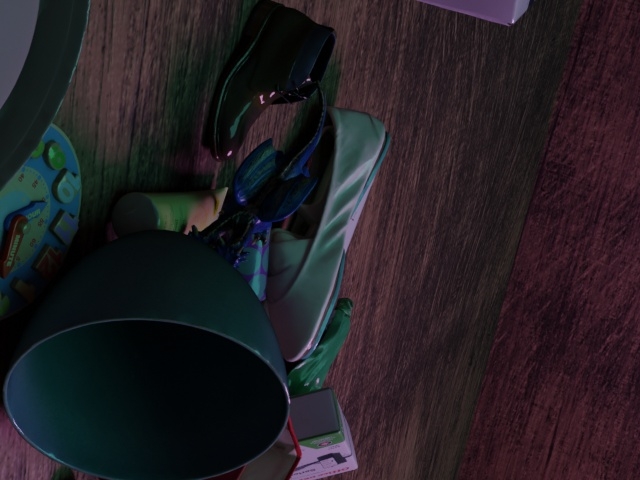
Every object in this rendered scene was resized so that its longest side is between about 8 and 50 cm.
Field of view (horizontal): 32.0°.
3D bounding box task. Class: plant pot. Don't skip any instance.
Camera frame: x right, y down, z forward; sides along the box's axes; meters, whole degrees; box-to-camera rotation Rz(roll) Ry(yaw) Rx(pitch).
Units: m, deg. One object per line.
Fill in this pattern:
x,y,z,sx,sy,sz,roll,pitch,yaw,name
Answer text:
-0.179,0.102,1.207,0.290,0.290,0.195,87,1,-47,plant pot

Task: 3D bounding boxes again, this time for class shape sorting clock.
-0.296,-0.018,1.069,0.206,0.040,0.206,-52,153,-41,shape sorting clock

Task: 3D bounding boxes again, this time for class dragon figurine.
-0.060,-0.066,1.352,0.289,0.085,0.144,-50,-178,-3,dragon figurine

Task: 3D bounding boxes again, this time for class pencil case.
-0.104,0.012,1.525,0.064,0.070,0.151,-117,-150,-76,pencil case

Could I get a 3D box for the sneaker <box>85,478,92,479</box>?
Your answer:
-0.301,0.398,1.380,0.084,0.083,0.214,-12,118,-65,sneaker

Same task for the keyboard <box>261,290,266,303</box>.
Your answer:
-0.103,0.059,1.639,0.100,0.038,0.192,-67,158,-10,keyboard

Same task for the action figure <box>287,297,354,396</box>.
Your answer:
-0.004,0.198,1.976,0.232,0.064,0.137,-57,154,-22,action figure

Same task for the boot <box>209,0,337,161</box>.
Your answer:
-0.062,-0.192,1.411,0.219,0.106,0.082,-70,160,-2,boot

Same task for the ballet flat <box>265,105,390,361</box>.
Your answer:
-0.019,-0.023,1.662,0.139,0.139,0.400,56,52,-65,ballet flat

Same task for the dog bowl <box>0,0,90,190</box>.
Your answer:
-0.310,-0.175,0.804,0.348,0.102,0.348,-52,154,-39,dog bowl

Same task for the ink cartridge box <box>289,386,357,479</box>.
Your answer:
-0.028,0.338,1.897,0.208,0.153,0.086,69,7,-60,ink cartridge box

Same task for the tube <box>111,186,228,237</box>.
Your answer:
-0.171,-0.027,1.361,0.070,0.062,0.240,-29,172,15,tube

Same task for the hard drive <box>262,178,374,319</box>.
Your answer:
0.000,0.000,1.839,0.307,0.040,0.203,-68,160,-4,hard drive

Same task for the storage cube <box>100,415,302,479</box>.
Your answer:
-0.161,0.292,1.479,0.215,0.193,0.183,-58,156,-28,storage cube

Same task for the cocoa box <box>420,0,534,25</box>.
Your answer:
0.255,-0.550,1.708,0.228,0.232,0.347,-48,150,-46,cocoa box
